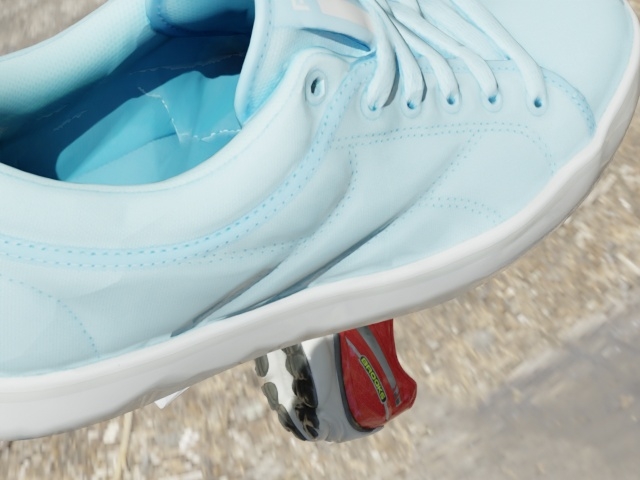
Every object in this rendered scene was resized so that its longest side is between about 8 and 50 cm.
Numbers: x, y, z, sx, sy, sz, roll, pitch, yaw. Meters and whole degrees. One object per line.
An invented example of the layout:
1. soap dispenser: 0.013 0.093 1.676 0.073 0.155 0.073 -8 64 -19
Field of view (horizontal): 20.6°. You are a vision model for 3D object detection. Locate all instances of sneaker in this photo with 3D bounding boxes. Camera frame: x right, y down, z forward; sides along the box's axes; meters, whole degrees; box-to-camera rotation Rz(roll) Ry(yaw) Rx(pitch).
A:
1. sneaker: 0.001 -0.051 0.665 0.366 0.135 0.150 -29 151 -31
2. sneaker: 0.000 0.000 1.222 0.118 0.107 0.279 -9 84 -29

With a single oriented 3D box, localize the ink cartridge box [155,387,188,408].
1. ink cartridge box: -0.181 0.023 1.723 0.168 0.232 0.171 -42 119 -12
